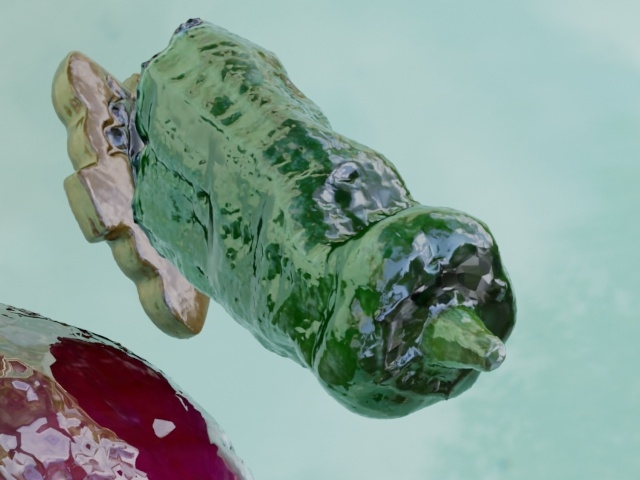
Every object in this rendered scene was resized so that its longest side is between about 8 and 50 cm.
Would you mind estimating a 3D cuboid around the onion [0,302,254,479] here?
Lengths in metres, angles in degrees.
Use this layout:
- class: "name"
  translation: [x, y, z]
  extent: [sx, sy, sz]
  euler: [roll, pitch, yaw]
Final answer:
- class: "onion"
  translation: [-0.169, 0.157, 0.654]
  extent: [0.348, 0.385, 0.347]
  euler: [3, 57, -5]

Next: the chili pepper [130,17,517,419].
- class: "chili pepper"
  translation: [0.000, 0.000, 0.775]
  extent: [0.099, 0.270, 0.136]
  euler: [11, 107, -44]

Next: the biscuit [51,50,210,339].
- class: "biscuit"
  translation: [-0.137, -0.058, 1.477]
  extent: [0.278, 0.043, 0.301]
  euler: [63, 27, 0]
